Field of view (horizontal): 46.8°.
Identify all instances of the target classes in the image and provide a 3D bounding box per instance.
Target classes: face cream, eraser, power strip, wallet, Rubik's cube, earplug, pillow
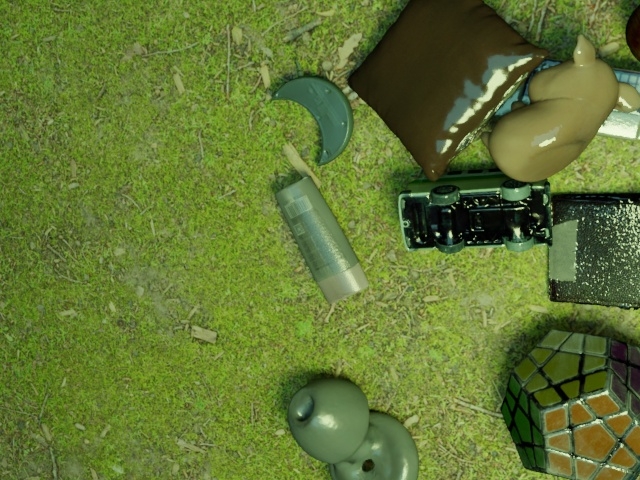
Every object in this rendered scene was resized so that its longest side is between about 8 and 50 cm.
[{"bbox_3d":[0.000,0.000,1.571,0.107,0.073,0.269,-26,93,26],"label":"face cream"},{"bbox_3d":[0.461,-0.266,1.365,0.279,0.081,0.124,12,105,14],"label":"eraser"},{"bbox_3d":[-0.011,-0.271,1.529,0.137,0.044,0.216,-32,92,20],"label":"power strip"},{"bbox_3d":[0.573,0.019,1.411,0.262,0.071,0.221,1,107,20],"label":"wallet"},{"bbox_3d":[0.500,0.318,1.386,0.264,0.319,0.319,39,112,32],"label":"Rubik's cube"},{"bbox_3d":[0.065,0.438,1.595,0.214,0.175,0.325,-44,88,14],"label":"earplug"},{"bbox_3d":[0.218,-0.320,1.379,0.308,0.108,0.305,-49,61,25],"label":"pillow"}]

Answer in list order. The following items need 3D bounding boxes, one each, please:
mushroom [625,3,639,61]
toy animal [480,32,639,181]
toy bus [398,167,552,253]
[{"bbox_3d":[0.630,-0.382,1.220,0.267,0.254,0.267,-6,132,-6],"label":"mushroom"},{"bbox_3d":[0.400,-0.210,1.267,0.166,0.154,0.250,28,112,-37],"label":"toy animal"},{"bbox_3d":[0.299,-0.065,1.417,0.276,0.165,0.134,-1,116,18],"label":"toy bus"}]
